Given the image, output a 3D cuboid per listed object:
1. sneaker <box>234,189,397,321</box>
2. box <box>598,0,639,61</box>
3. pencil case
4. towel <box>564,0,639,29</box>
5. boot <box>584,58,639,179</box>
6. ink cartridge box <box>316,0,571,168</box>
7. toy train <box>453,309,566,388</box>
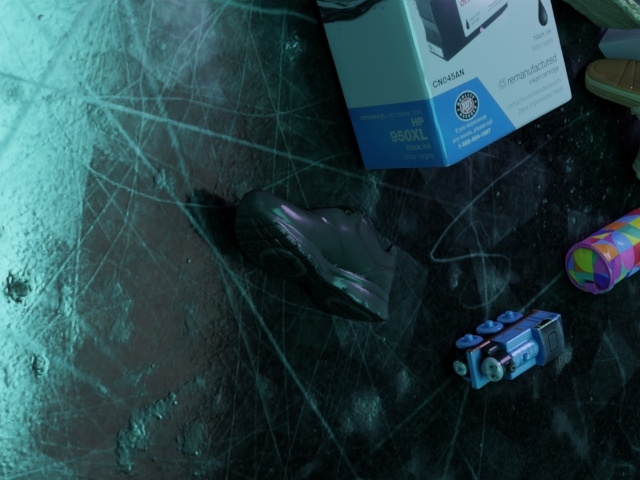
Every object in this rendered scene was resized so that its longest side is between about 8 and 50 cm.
[{"bbox_3d":[0.000,0.000,1.203,0.286,0.109,0.130,39,63,-43],"label":"sneaker"},{"bbox_3d":[0.587,-0.360,1.639,0.130,0.091,0.170,47,65,-29],"label":"box"},{"bbox_3d":[0.529,0.016,1.617,0.236,0.104,0.104,-21,106,-34],"label":"pencil case"},{"bbox_3d":[0.468,-0.383,1.533,0.148,0.110,0.027,24,85,-38],"label":"towel"},{"bbox_3d":[0.565,-0.198,1.616,0.203,0.262,0.095,98,10,-51],"label":"boot"},{"bbox_3d":[0.154,-0.327,1.249,0.285,0.166,0.395,-29,110,-34],"label":"ink cartridge box"},{"bbox_3d":[0.288,0.164,1.428,0.184,0.105,0.080,-23,107,-35],"label":"toy train"}]
